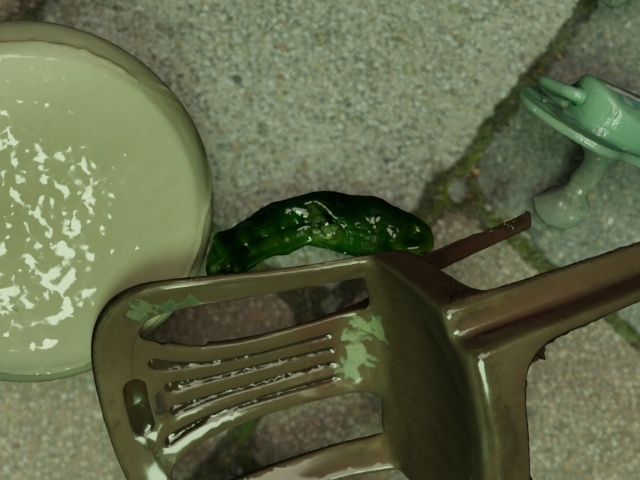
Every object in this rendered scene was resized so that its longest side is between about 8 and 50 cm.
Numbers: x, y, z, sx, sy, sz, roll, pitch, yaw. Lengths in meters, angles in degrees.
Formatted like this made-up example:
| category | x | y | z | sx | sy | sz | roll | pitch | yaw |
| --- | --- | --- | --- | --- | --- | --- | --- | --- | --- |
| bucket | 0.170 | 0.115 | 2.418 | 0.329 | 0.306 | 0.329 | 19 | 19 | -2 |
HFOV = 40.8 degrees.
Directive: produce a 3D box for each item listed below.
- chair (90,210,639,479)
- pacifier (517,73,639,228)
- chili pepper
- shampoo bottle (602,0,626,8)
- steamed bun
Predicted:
| category | x | y | z | sx | sy | sz | roll | pitch | yaw |
| --- | --- | --- | --- | --- | --- | --- | --- | --- | --- |
| chair | 0.043 | 0.090 | 0.520 | 0.326 | 0.183 | 0.175 | -16 | 110 | -18 |
| pacifier | 0.199 | -0.064 | 0.650 | 0.150 | 0.127 | 0.116 | 12 | 121 | -29 |
| chili pepper | -0.004 | -0.004 | 0.617 | 0.182 | 0.050 | 0.073 | -7 | 52 | -28 |
| shampoo bottle | 0.298 | -0.245 | 0.685 | 0.192 | 0.074 | 0.074 | -32 | 86 | -6 |
| steamed bun | -0.193 | -0.028 | 0.573 | 0.232 | 0.145 | 0.231 | -5 | 104 | -22 |
